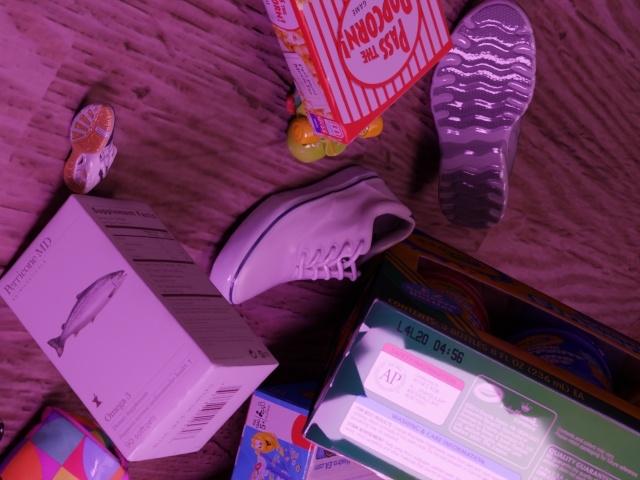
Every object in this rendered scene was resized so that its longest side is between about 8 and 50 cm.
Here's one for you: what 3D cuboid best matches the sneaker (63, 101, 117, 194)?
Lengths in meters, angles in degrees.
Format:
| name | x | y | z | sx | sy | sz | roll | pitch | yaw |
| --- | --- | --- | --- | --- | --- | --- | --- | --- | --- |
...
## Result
| name | x | y | z | sx | sy | sz | roll | pitch | yaw |
| --- | --- | --- | --- | --- | --- | --- | --- | --- | --- |
| sneaker | -0.168 | -0.074 | 1.178 | 0.037 | 0.032 | 0.083 | -37 | 160 | -49 |

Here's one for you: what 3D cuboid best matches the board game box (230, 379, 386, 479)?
| name | x | y | z | sx | sy | sz | roll | pitch | yaw |
| --- | --- | --- | --- | --- | --- | --- | --- | --- | --- |
| board game box | 0.004 | 0.305 | 1.700 | 0.308 | 0.086 | 0.302 | 3 | 103 | -61 |

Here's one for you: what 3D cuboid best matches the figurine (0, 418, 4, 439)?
| name | x | y | z | sx | sy | sz | roll | pitch | yaw |
| --- | --- | --- | --- | --- | --- | --- | --- | --- | --- |
| figurine | -0.346 | 0.161 | 1.071 | 0.209 | 0.092 | 0.215 | -49 | 155 | -7 |

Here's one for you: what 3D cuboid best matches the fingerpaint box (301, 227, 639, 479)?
| name | x | y | z | sx | sy | sz | roll | pitch | yaw |
| --- | --- | --- | --- | --- | --- | --- | --- | --- | --- |
| fingerpaint box | 0.228 | 0.173 | 1.596 | 0.163 | 0.445 | 0.371 | -63 | 180 | 13 |

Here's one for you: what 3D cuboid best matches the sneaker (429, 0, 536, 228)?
| name | x | y | z | sx | sy | sz | roll | pitch | yaw |
| --- | --- | --- | --- | --- | --- | --- | --- | --- | --- |
| sneaker | 0.170 | -0.150 | 1.682 | 0.115 | 0.105 | 0.281 | -76 | 174 | -47 |

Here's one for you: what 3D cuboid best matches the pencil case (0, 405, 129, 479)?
| name | x | y | z | sx | sy | sz | roll | pitch | yaw |
| --- | --- | --- | --- | --- | --- | --- | --- | --- | --- |
| pencil case | -0.259 | 0.255 | 1.332 | 0.236 | 0.104 | 0.104 | -54 | 156 | -7 |

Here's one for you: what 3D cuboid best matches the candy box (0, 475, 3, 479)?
| name | x | y | z | sx | sy | sz | roll | pitch | yaw |
| --- | --- | --- | --- | --- | --- | --- | --- | --- | --- |
| candy box | -0.310 | 0.249 | 1.202 | 0.053 | 0.109 | 0.186 | 24 | 100 | -39 |

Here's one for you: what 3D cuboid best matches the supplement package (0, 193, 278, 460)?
| name | x | y | z | sx | sy | sz | roll | pitch | yaw |
| --- | --- | --- | --- | --- | --- | --- | --- | --- | --- |
| supplement package | -0.140 | 0.065 | 1.194 | 0.105 | 0.179 | 0.105 | -49 | 159 | 17 |

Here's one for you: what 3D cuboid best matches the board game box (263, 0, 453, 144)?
| name | x | y | z | sx | sy | sz | roll | pitch | yaw |
| --- | --- | --- | --- | --- | --- | --- | --- | --- | --- |
| board game box | 0.026 | -0.199 | 1.290 | 0.147 | 0.045 | 0.193 | -44 | 132 | -26 |

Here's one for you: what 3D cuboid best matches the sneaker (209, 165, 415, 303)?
| name | x | y | z | sx | sy | sz | roll | pitch | yaw |
| --- | --- | --- | --- | --- | --- | --- | --- | --- | --- |
| sneaker | 0.000 | 0.000 | 1.510 | 0.258 | 0.091 | 0.094 | -32 | 147 | -43 |

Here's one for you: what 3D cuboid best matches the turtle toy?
| name | x | y | z | sx | sy | sz | roll | pitch | yaw |
| --- | --- | --- | --- | --- | --- | --- | --- | --- | --- |
| turtle toy | 0.007 | -0.121 | 1.402 | 0.095 | 0.066 | 0.130 | -8 | 132 | -36 |
